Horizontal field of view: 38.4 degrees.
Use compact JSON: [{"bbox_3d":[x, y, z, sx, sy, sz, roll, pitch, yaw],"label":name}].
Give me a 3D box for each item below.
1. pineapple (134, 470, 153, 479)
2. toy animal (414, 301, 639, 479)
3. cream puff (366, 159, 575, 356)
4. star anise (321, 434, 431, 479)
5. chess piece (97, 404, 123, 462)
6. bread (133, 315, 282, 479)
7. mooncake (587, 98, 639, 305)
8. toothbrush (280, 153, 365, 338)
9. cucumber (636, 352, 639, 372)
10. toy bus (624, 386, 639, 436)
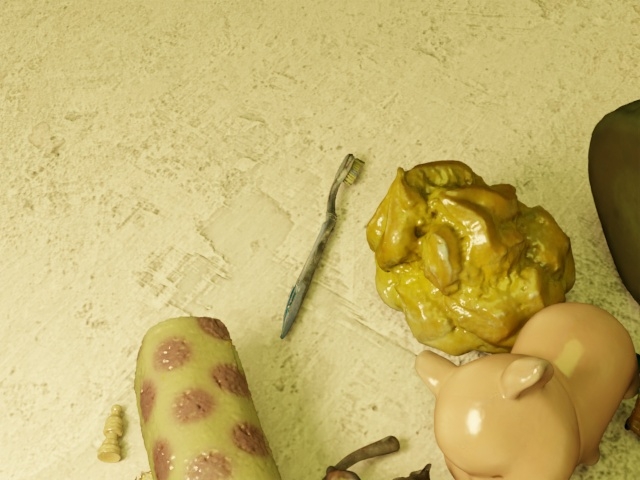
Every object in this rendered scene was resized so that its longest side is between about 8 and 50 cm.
[{"bbox_3d":[-0.256,0.389,1.319,0.116,0.069,0.137,23,56,25],"label":"pineapple"},{"bbox_3d":[0.294,0.214,1.246,0.237,0.269,0.326,-5,49,57],"label":"toy animal"},{"bbox_3d":[0.233,0.005,1.431,0.291,0.257,0.324,-29,45,-12],"label":"cream puff"},{"bbox_3d":[0.074,0.375,1.159,0.359,0.139,0.316,-20,25,-39],"label":"star anise"},{"bbox_3d":[-0.323,0.296,1.428,0.035,0.035,0.092,-5,47,4],"label":"chess piece"},{"bbox_3d":[-0.168,0.284,1.303,0.155,0.187,0.338,-1,44,-29],"label":"bread"},{"bbox_3d":[0.556,-0.057,1.377,0.194,0.356,0.356,-15,51,-5],"label":"mooncake"},{"bbox_3d":[0.000,0.000,1.616,0.042,0.035,0.413,30,56,-11],"label":"toothbrush"},{"bbox_3d":[0.353,0.193,1.399,0.284,0.056,0.056,-4,51,1],"label":"cucumber"},{"bbox_3d":[0.569,0.263,1.234,0.138,0.167,0.275,-39,57,-22],"label":"toy bus"}]
